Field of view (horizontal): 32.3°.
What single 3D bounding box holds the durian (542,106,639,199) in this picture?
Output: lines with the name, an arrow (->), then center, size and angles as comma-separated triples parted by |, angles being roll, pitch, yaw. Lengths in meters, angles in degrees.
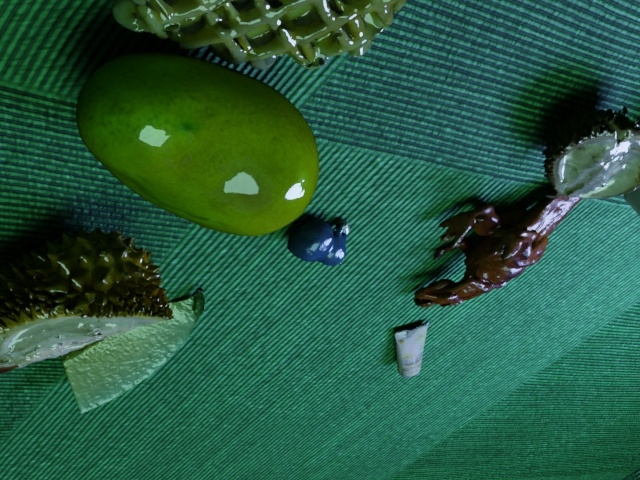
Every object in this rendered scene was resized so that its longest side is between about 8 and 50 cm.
durian -> 0.336, -0.112, 1.387 | 0.148, 0.091, 0.188 | 8, 145, -22

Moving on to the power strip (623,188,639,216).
power strip -> 0.500, -0.169, 1.386 | 0.091, 0.062, 0.385 | -24, 151, -31

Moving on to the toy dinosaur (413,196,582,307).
toy dinosaur -> 0.279, -0.011, 1.516 | 0.432, 0.097, 0.208 | -33, 158, 25

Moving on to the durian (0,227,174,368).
durian -> -0.287, 0.065, 1.247 | 0.250, 0.138, 0.183 | -24, -175, 13

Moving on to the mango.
mango -> -0.118, -0.096, 1.045 | 0.273, 0.149, 0.185 | 23, 174, -43

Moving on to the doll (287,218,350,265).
doll -> 0.000, 0.000, 1.403 | 0.076, 0.050, 0.083 | -42, 143, 26

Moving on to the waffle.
waffle -> -0.011, -0.259, 0.932 | 0.297, 0.073, 0.317 | 2, 144, -34

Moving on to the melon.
melon -> -0.253, 0.134, 1.488 | 0.262, 0.053, 0.114 | -34, 130, 16

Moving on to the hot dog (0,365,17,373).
hot dog -> -0.403, 0.125, 1.350 | 0.140, 0.060, 0.090 | 10, 143, -32

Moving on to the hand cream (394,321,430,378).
hand cream -> 0.150, 0.179, 1.814 | 0.061, 0.039, 0.143 | -14, 146, -7
